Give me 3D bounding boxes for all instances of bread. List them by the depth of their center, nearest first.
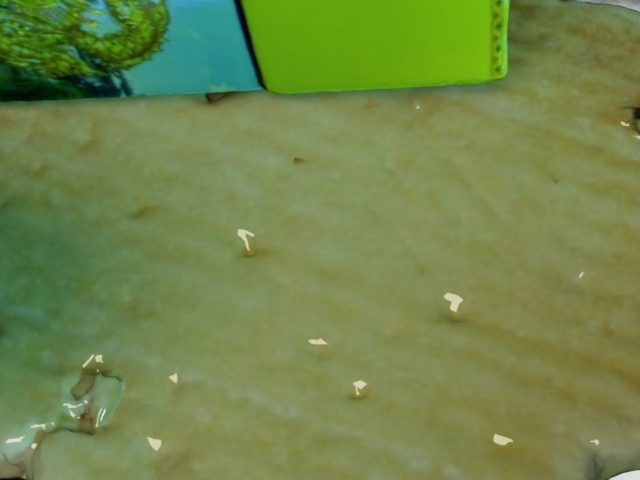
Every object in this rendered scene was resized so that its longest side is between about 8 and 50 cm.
[{"bbox_3d":[0.000,0.000,0.449,0.315,0.054,0.316,-2,60,4],"label":"bread"}]

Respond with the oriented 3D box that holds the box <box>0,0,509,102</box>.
[{"bbox_3d":[-0.108,-0.111,0.388,0.334,0.187,0.047,-2,62,6],"label":"box"}]
